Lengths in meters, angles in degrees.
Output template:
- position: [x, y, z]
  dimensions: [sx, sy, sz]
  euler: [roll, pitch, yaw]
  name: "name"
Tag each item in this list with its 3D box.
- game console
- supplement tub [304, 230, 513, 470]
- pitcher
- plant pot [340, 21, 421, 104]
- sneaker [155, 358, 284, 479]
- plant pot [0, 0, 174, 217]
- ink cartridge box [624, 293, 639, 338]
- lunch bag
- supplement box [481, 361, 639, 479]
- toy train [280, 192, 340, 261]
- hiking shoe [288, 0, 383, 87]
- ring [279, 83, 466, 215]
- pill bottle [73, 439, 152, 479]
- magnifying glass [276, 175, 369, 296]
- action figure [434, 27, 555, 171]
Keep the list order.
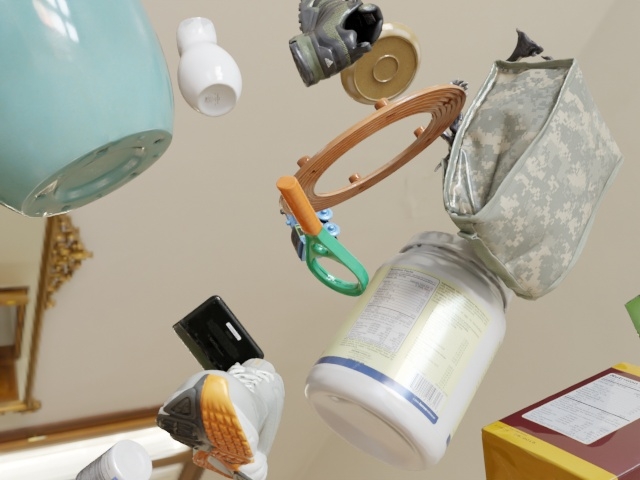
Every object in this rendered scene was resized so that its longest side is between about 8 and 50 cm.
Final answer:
- position: [-0.156, 0.153, 1.094]
  dimensions: [0.122, 0.107, 0.071]
  euler: [52, 5, -3]
  name: "game console"
- position: [0.149, 0.168, 1.148]
  dimensions: [0.235, 0.325, 0.235]
  euler: [27, -29, 17]
  name: "supplement tub"
- position: [-0.236, -0.329, 1.488]
  dimensions: [0.178, 0.125, 0.207]
  euler: [97, -23, -47]
  name: "pitcher"
- position: [0.166, -0.456, 1.903]
  dimensions: [0.032, 0.236, 0.236]
  euler: [59, -40, 45]
  name: "plant pot"
- position: [-0.088, 0.162, 0.733]
  dimensions: [0.262, 0.099, 0.121]
  euler: [94, 17, -62]
  name: "sneaker"
- position: [-0.298, -0.169, 0.793]
  dimensions: [0.235, 0.293, 0.293]
  euler: [58, -35, 3]
  name: "plant pot"
- position: [0.682, 0.206, 1.397]
  dimensions: [0.062, 0.109, 0.209]
  euler: [-44, -135, 41]
  name: "ink cartridge box"
- position: [0.298, -0.082, 1.068]
  dimensions: [0.169, 0.235, 0.287]
  euler: [12, -113, 46]
  name: "lunch bag"
- position: [0.267, 0.240, 0.645]
  dimensions: [0.129, 0.194, 0.191]
  euler: [14, -65, 59]
  name: "supplement box"
- position: [-0.026, -0.038, 1.660]
  dimensions: [0.080, 0.105, 0.184]
  euler: [103, -29, -47]
  name: "toy train"
- position: [0.031, -0.277, 0.952]
  dimensions: [0.227, 0.114, 0.086]
  euler: [-82, 156, -49]
  name: "hiking shoe"
- position: [0.078, -0.143, 1.135]
  dimensions: [0.032, 0.336, 0.336]
  euler: [58, -38, 12]
  name: "ring"
- position: [-0.336, 0.378, 1.137]
  dimensions: [0.137, 0.078, 0.078]
  euler: [-38, -124, 22]
  name: "pill bottle"
- position: [0.000, 0.000, 0.966]
  dimensions: [0.092, 0.026, 0.231]
  euler: [12, -31, 35]
  name: "magnifying glass"
- position: [0.307, -0.231, 1.304]
  dimensions: [0.275, 0.164, 0.141]
  euler: [-49, -165, 20]
  name: "action figure"
